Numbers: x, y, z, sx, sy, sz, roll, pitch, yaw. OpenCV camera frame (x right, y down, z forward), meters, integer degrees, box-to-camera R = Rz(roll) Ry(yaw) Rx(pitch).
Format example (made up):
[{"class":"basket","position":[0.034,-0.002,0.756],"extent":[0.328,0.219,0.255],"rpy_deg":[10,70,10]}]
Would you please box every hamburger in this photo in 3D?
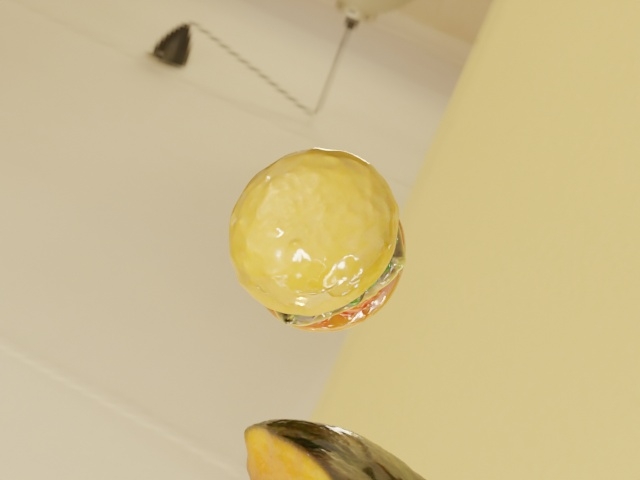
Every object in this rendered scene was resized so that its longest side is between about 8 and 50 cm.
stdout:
[{"class":"hamburger","position":[0.000,0.000,1.068],"extent":[0.162,0.162,0.115],"rpy_deg":[35,171,25]}]

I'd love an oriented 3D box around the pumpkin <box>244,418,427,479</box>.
[{"class":"pumpkin","position":[0.083,0.259,0.833],"extent":[0.290,0.095,0.258],"rpy_deg":[29,-151,-21]}]
